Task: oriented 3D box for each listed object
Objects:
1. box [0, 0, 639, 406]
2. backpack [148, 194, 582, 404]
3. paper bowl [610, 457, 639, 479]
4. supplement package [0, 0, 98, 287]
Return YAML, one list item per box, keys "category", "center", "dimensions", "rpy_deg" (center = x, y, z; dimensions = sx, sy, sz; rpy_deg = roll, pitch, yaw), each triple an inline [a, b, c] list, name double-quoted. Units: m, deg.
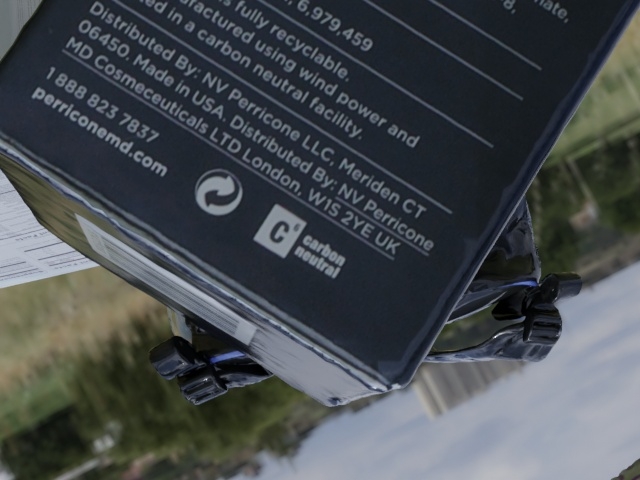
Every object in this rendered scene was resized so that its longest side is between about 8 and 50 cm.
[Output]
- category: "box"
  center: [0.036, -0.137, 0.805]
  dimensions: [0.395, 0.212, 0.293]
  rpy_deg: [-58, 180, -8]
- category: "backpack"
  center: [0.000, 0.000, 1.125]
  dimensions: [0.276, 0.213, 0.263]
  rpy_deg: [-7, 172, -12]
- category: "paper bowl"
  center: [0.202, 0.165, 0.593]
  dimensions: [0.284, 0.284, 0.148]
  rpy_deg: [-28, -151, 9]
- category: "supplement package"
  center: [-0.302, -0.094, 1.465]
  dimensions: [0.198, 0.199, 0.263]
  rpy_deg: [-13, 158, 14]
